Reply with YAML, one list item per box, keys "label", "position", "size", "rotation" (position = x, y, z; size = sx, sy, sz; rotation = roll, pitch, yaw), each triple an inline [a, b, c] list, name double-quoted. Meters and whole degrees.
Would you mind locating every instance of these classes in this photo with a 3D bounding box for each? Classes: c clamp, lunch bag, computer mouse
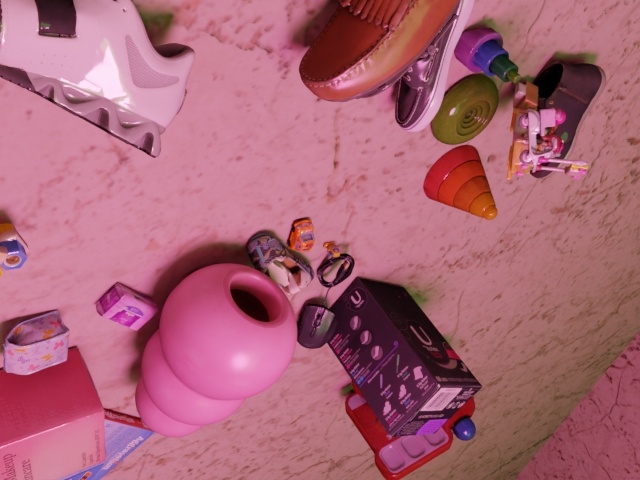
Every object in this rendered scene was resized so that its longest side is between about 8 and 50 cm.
- label: "c clamp"
  position: [0.087, -0.225, 0.909]
  size: [0.022, 0.160, 0.137]
  rotation: [48, 71, -26]
- label: "lunch bag"
  position: [-0.394, 0.142, 0.977]
  size: [0.083, 0.053, 0.071]
  rotation: [-22, 146, -38]
- label: "computer mouse"
  position: [0.007, 0.118, 1.287]
  size: [0.071, 0.041, 0.242]
  rotation: [20, 128, 1]

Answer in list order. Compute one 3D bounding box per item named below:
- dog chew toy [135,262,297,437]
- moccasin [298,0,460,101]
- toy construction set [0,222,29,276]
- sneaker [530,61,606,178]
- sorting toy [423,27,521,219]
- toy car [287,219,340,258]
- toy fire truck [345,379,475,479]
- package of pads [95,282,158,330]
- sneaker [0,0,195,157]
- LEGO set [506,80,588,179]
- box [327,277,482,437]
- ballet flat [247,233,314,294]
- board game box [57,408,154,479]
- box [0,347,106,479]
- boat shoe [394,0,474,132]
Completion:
- label: "dog chew toy"
  position: [-0.180, 0.189, 1.103]
  size: [0.206, 0.207, 0.332]
  rotation: [3, 137, -43]
- label: "moccasin"
  position: [0.106, -0.322, 0.804]
  size: [0.380, 0.139, 0.147]
  rotation: [-45, 139, 15]
- label: "toy construction set"
  position: [-0.490, 0.087, 0.759]
  size: [0.328, 0.151, 0.215]
  rotation: [-52, 145, 3]
- label: "sneaker"
  position: [0.398, -0.213, 1.252]
  size: [0.118, 0.083, 0.222]
  rotation: [0, 123, -34]
- label: "sorting toy"
  position: [0.260, -0.159, 1.140]
  size: [0.127, 0.126, 0.366]
  rotation: [-25, 144, -17]
- label: "toy car"
  position: [0.000, 0.000, 1.169]
  size: [0.122, 0.040, 0.060]
  rotation: [4, 128, -44]
- label: "toy fire truck"
  position: [0.214, 0.376, 1.608]
  size: [0.302, 0.254, 0.169]
  rotation: [-23, 144, -19]
- label: "package of pads"
  position: [-0.283, 0.099, 1.042]
  size: [0.050, 0.032, 0.083]
  rotation: [-42, 145, 5]
- label: "sneaker"
  position: [-0.254, -0.208, 0.656]
  size: [0.330, 0.122, 0.146]
  rotation: [26, 94, -52]
- label: "LEGO set"
  position: [0.347, -0.157, 1.085]
  size: [0.287, 0.107, 0.132]
  rotation: [-57, 151, -66]
- label: "box"
  position: [0.145, 0.218, 1.348]
  size: [0.165, 0.270, 0.143]
  rotation: [14, 121, -49]
- label: "ballet flat"
  position: [-0.059, 0.055, 1.159]
  size: [0.070, 0.070, 0.188]
  rotation: [-42, 145, 7]
- label: "board game box"
  position: [-0.442, 0.407, 1.265]
  size: [0.281, 0.027, 0.145]
  rotation: [-41, 144, 5]
- label: "box"
  position: [-0.441, 0.275, 1.023]
  size: [0.232, 0.127, 0.149]
  rotation: [-16, 141, -29]
- label: "boat shoe"
  position: [0.136, -0.252, 0.966]
  size: [0.076, 0.080, 0.229]
  rotation: [-4, 133, -30]
